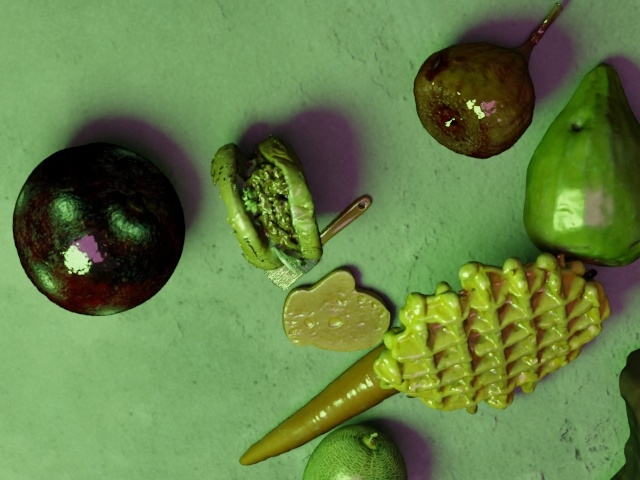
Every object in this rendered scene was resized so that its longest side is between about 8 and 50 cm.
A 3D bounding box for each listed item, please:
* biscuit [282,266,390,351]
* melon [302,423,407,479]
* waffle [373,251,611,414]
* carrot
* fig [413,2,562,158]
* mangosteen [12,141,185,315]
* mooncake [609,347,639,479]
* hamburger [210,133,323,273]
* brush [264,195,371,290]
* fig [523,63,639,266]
[{"bbox_3d":[0.022,0.089,1.695,0.140,0.023,0.118,10,111,0],"label":"biscuit"},{"bbox_3d":[0.045,0.321,1.720,0.139,0.139,0.192,15,122,-3],"label":"melon"},{"bbox_3d":[0.206,0.121,1.589,0.329,0.062,0.329,-16,147,-10],"label":"waffle"},{"bbox_3d":[0.017,0.217,1.725,0.336,0.069,0.069,-34,106,19],"label":"carrot"},{"bbox_3d":[0.206,-0.198,1.541,0.146,0.133,0.201,30,67,19],"label":"fig"},{"bbox_3d":[-0.276,-0.004,1.576,0.216,0.216,0.216,1,111,3],"label":"mangosteen"},{"bbox_3d":[0.500,0.285,1.666,0.334,0.174,0.326,36,111,-11],"label":"mooncake"},{"bbox_3d":[-0.064,-0.038,1.564,0.113,0.185,0.177,-14,155,-1],"label":"hamburger"},{"bbox_3d":[0.000,0.000,1.667,0.170,0.014,0.043,-40,106,16],"label":"brush"},{"bbox_3d":[0.327,-0.072,1.542,0.167,0.167,0.233,5,120,1],"label":"fig"}]
